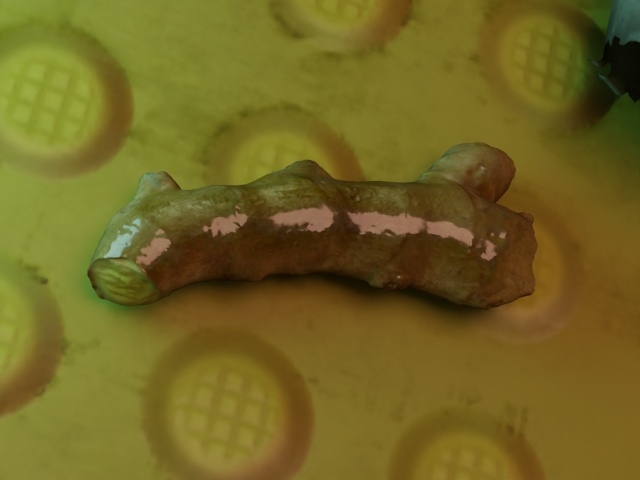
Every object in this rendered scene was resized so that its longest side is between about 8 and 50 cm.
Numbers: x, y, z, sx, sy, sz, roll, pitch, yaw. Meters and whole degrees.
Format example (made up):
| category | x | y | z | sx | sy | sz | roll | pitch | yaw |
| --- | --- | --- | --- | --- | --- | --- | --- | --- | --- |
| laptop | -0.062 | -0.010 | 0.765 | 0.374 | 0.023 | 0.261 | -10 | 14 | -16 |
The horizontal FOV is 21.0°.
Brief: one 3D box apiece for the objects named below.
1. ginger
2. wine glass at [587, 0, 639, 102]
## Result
| category | x | y | z | sx | sy | sz | roll | pitch | yaw |
| --- | --- | --- | --- | --- | --- | --- | --- | --- | --- |
| ginger | 0.001 | -0.002 | 1.071 | 0.299 | 0.065 | 0.118 | -4 | 57 | -23 |
| wine glass | 0.337 | -0.217 | 1.162 | 0.238 | 0.238 | 0.323 | 33 | 82 | -5 |
